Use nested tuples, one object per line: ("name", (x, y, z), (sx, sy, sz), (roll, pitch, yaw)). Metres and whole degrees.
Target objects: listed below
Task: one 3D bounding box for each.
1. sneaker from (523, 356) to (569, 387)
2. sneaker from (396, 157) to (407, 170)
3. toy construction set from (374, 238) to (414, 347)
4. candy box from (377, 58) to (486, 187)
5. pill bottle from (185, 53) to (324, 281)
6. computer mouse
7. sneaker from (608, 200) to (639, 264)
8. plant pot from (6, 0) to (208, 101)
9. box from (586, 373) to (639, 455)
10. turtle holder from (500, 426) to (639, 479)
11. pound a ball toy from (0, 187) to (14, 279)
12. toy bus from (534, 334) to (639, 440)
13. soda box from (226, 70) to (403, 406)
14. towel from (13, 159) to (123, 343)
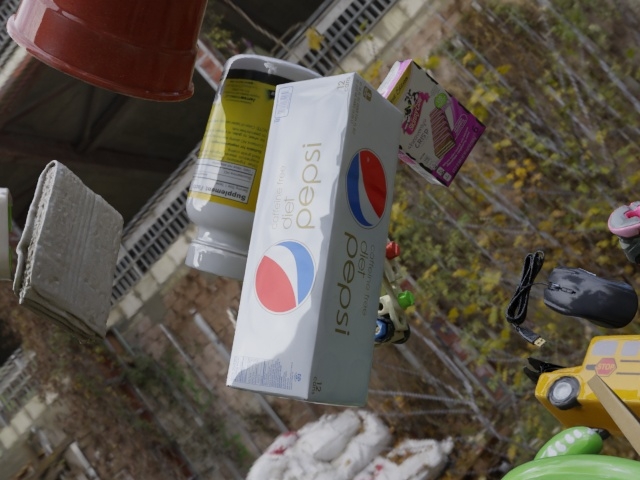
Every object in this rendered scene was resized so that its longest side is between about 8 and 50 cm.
("sneaker", (0.468, 0.279, 1.296), (0.051, 0.170, 0.089), (-57, -26, -28))
("sneaker", (0.206, -0.273, 1.600), (0.084, 0.083, 0.215), (20, -72, -51))
("toy construction set", (0.059, 0.110, 1.306), (0.151, 0.215, 0.328), (4, -26, -36))
("candy box", (0.212, -0.240, 1.419), (0.159, 0.233, 0.071), (-58, 24, -4))
("pill bottle", (-0.102, -0.104, 1.080), (0.188, 0.188, 0.334), (22, -97, -75))
("computer mouse", (0.469, 0.132, 1.333), (0.060, 0.262, 0.184), (16, -83, -39))
("sneaker", (0.307, -0.015, 0.574), (0.119, 0.057, 0.047), (-20, 21, 14))
("plant pot", (-0.262, -0.376, 0.949), (0.272, 0.272, 0.265), (-19, -39, -58))
("box", (0.343, 0.229, 0.659), (0.021, 0.164, 0.201), (-41, 6, 12))
("turtle holder", (0.176, 0.273, 0.478), (0.227, 0.320, 0.243), (-27, -40, -48))
("pound a ball toy", (-0.587, -0.042, 0.910), (0.319, 0.208, 0.136), (-1, -8, -20))
("toy bus", (0.468, 0.202, 0.933), (0.333, 0.108, 0.130), (-13, 41, 54))
("soda box", (0.000, 0.000, 0.471), (0.069, 0.216, 0.074), (1, -14, 35))
("towel", (-0.420, 0.022, 1.162), (0.049, 0.282, 0.187), (-17, -40, 19))
